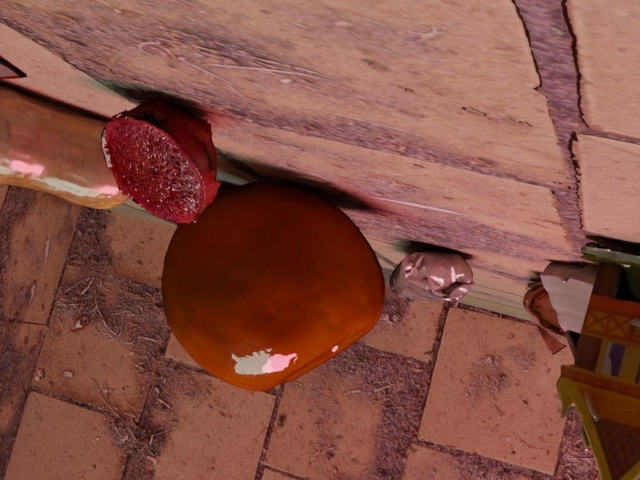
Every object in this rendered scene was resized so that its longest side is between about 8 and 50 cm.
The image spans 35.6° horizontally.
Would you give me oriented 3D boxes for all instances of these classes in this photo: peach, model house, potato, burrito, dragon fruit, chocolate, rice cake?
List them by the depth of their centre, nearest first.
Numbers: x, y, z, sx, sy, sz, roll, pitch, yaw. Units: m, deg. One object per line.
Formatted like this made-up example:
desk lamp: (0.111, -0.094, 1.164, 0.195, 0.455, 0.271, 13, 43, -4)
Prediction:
dragon fruit: (-0.163, -0.110, 1.138, 0.153, 0.111, 0.153, 19, 138, 19)
model house: (0.472, 0.189, 1.166, 0.357, 0.313, 0.242, 10, 175, 45)
chocolate: (-0.382, -0.129, 1.359, 0.309, 0.134, 0.134, 14, 177, -30)
rice cake: (0.412, 0.099, 1.482, 0.127, 0.043, 0.237, 63, 167, -16)
peach: (-0.082, 0.058, 1.519, 0.302, 0.343, 0.343, 59, -175, 11)
burrito: (0.445, 0.132, 1.807, 0.175, 0.107, 0.348, 22, 179, 6)
burrito: (0.208, 0.076, 2.008, 0.139, 0.101, 0.445, 3, 176, -2)
potato: (0.477, 0.146, 2.012, 0.100, 0.089, 0.172, -24, -167, 16)

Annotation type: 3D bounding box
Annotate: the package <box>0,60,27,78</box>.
package: (-0.432, -0.212, 1.089, 0.154, 0.030, 0.239, 14, 176, 4)

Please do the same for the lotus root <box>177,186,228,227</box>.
lotus root: (-0.179, -0.034, 1.835, 0.145, 0.128, 0.260, 7, -176, -38)
